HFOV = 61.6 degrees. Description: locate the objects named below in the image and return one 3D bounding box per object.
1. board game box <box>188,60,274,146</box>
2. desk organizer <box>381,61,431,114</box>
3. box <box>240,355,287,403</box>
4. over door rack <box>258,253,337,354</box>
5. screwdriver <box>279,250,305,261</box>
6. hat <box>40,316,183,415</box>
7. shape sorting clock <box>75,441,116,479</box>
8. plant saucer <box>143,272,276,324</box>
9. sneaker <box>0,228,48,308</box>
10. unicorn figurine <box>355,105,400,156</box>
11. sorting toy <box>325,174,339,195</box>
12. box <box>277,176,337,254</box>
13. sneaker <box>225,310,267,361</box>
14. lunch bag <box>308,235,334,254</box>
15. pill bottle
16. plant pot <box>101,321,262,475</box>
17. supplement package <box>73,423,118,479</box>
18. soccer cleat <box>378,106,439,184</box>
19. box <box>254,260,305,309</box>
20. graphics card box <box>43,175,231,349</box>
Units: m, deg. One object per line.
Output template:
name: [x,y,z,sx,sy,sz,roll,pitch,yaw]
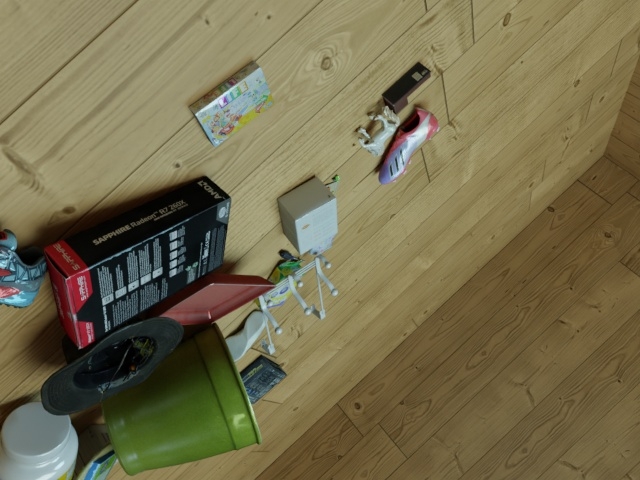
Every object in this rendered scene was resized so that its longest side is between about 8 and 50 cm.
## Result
board game box: [-0.170,-0.264,1.048,0.154,0.026,0.103,-39,152,-8]
desk organizer: [0.223,-0.389,1.379,0.130,0.047,0.050,-42,155,-2]
box: [-0.244,0.544,2.080,0.183,0.059,0.232,-41,154,-4]
over door rack: [-0.068,0.216,1.671,0.240,0.108,0.324,-31,148,-26]
screwdriver: [-0.077,0.053,1.639,0.025,0.024,0.170,-21,162,22]
hat: [-0.492,0.245,1.234,0.331,0.134,0.331,-35,158,-16]
shape sorting clock: [-0.612,0.632,1.445,0.206,0.040,0.206,-61,175,-9]
plant saucer: [-0.287,0.149,1.387,0.259,0.047,0.258,-30,160,26]
sneaker: [-0.566,0.027,0.883,0.125,0.104,0.262,-59,159,-2]
unicorn figurine: [0.148,-0.274,1.415,0.111,0.060,0.162,20,141,-35]
sorting toy: [0.027,-0.146,1.502,0.062,0.012,0.083,-22,147,-35]
box: [-0.032,-0.065,1.448,0.130,0.091,0.170,-31,151,-16]
sneaker: [-0.242,0.321,1.752,0.212,0.080,0.094,-46,165,3]
lunch bag: [0.000,0.000,1.634,0.083,0.053,0.071,-36,156,-36]
pill bottle: [-0.703,0.546,1.319,0.188,0.188,0.333,-16,142,-42]
plant pot: [-0.395,0.462,1.490,0.353,0.366,0.366,-20,147,-18]
supplement package: [-0.680,0.640,1.576,0.179,0.105,0.105,-45,154,3]
soccer cleat: [0.236,-0.272,1.552,0.095,0.083,0.248,26,117,-31]
box: [-0.120,0.135,1.670,0.105,0.043,0.179,-5,136,-51]
graphics card box: [-0.358,0.037,1.105,0.371,0.094,0.232,-32,152,-37]
